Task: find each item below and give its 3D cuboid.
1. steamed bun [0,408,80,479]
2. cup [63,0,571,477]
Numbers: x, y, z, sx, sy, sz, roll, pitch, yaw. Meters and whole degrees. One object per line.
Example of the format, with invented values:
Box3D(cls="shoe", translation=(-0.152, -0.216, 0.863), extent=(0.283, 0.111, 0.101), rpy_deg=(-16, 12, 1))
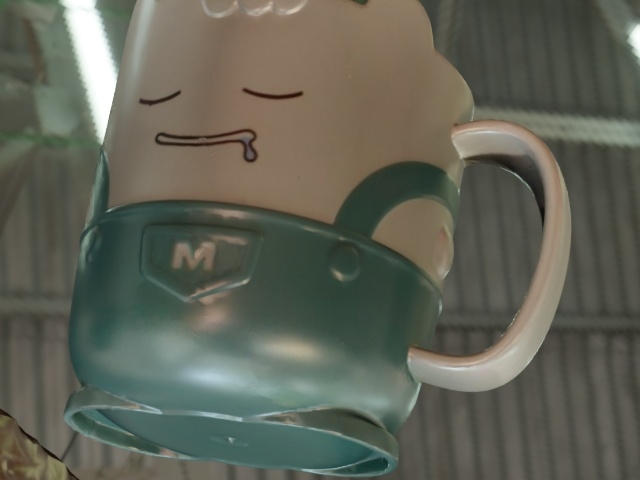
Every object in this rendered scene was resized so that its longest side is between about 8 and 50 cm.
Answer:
Box3D(cls="steamed bun", translation=(-0.156, 0.194, 0.491), extent=(0.251, 0.199, 0.301), rpy_deg=(44, -133, -59))
Box3D(cls="cup", translation=(0.000, 0.000, 1.049), extent=(0.290, 0.219, 0.257), rpy_deg=(4, -111, 17))
